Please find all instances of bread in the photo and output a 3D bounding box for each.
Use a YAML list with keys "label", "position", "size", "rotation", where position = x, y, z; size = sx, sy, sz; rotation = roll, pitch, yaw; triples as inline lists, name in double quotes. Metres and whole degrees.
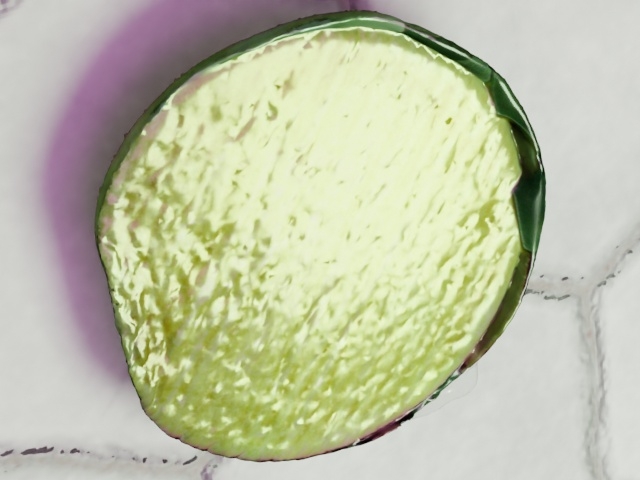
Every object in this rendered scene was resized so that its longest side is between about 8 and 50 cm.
- label: "bread"
  position: [0.000, 0.000, 0.700]
  size: [0.228, 0.033, 0.228]
  rotation: [-10, 119, -18]

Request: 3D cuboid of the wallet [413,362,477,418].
- label: "wallet"
  position: [0.022, 0.015, 0.754]
  size: [0.124, 0.032, 0.183]
  rotation: [-18, 121, -16]
